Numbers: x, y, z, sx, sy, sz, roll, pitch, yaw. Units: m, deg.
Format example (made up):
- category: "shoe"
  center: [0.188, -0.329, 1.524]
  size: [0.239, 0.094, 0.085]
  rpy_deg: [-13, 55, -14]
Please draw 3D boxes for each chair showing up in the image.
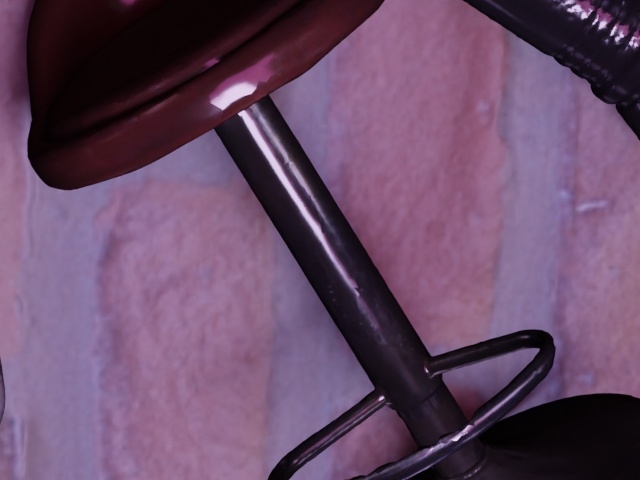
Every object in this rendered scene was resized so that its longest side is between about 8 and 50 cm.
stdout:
- category: "chair"
  center: [0.000, 0.000, 1.009]
  size: [0.226, 0.226, 0.401]
  rpy_deg: [-34, 106, -8]

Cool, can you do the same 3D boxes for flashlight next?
- category: "flashlight"
  center: [0.143, -0.137, 1.103]
  size: [0.232, 0.093, 0.093]
  rpy_deg: [32, 90, -13]

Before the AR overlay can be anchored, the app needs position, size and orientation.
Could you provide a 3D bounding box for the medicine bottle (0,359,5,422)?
- category: "medicine bottle"
  center: [-0.248, 0.029, 0.977]
  size: [0.157, 0.157, 0.288]
  rpy_deg: [-9, 103, -14]
